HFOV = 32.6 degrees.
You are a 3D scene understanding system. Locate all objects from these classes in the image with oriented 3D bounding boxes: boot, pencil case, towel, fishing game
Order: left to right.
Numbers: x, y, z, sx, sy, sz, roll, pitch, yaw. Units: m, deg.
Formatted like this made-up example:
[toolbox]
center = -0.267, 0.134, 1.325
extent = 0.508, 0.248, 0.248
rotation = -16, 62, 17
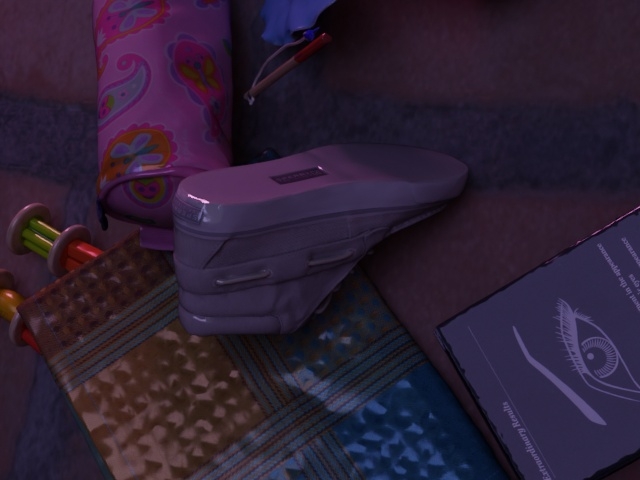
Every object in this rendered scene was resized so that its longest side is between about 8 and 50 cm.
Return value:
[pencil case]
center = -0.132, -0.140, 0.924
extent = 0.124, 0.124, 0.284
rotation = -13, 64, 14
[towel]
center = -0.051, 0.131, 0.885
extent = 0.271, 0.040, 0.370
rotation = -32, 69, -8
[boot]
center = 0.000, 0.000, 0.866
extent = 0.095, 0.258, 0.123
rotation = 40, 132, 50
[fishing game]
center = 0.007, -0.240, 0.921
extent = 0.189, 0.041, 0.264
rotation = -24, 45, 56

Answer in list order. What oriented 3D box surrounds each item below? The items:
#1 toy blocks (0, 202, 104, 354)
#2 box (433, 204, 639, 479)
[toy blocks]
center = -0.225, 0.050, 0.974
extent = 0.148, 0.054, 0.123
rotation = 28, 89, 20
[box]
center = 0.213, 0.083, 0.803
extent = 0.207, 0.108, 0.153
rotation = -31, 72, 10
